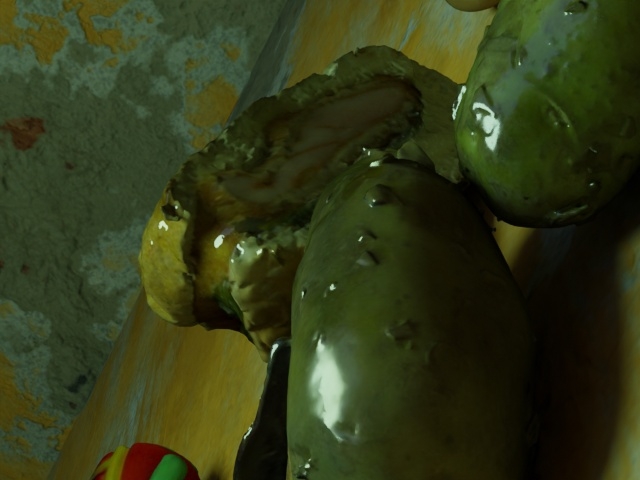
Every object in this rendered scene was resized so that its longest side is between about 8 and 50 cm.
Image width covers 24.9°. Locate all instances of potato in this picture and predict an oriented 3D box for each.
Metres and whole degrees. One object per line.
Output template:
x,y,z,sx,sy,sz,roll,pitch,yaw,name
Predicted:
0.052,0.062,0.830,0.192,0.141,0.296,76,-172,-46,potato
0.160,-0.122,0.827,0.251,0.113,0.149,-63,12,-5,potato

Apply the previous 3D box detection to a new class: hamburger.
-0.003,0.001,1.105,0.330,0.162,0.209,-45,-19,-49,hamburger

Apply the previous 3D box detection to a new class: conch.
-0.012,0.177,0.989,0.086,0.080,0.233,-4,92,34,conch

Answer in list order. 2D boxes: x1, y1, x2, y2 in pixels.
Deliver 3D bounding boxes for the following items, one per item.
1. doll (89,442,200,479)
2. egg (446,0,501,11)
-0.209,0.349,1.393,0.182,0.160,0.363,-49,20,34,doll
0.134,-0.233,1.239,0.083,0.071,0.071,109,176,-53,egg
